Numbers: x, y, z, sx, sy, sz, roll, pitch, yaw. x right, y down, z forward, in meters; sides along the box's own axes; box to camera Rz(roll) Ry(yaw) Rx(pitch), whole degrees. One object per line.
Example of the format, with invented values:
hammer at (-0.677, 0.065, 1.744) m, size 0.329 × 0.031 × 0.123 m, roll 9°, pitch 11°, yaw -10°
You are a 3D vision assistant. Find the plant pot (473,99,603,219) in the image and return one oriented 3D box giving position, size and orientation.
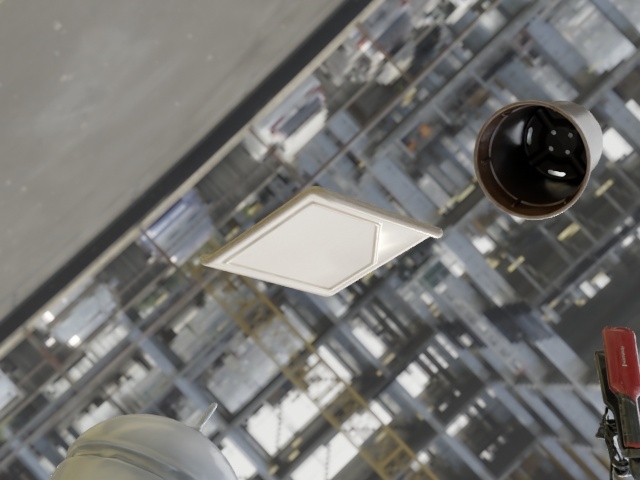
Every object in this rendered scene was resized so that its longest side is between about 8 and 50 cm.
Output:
plant pot at (0.325, -0.128, 1.651) m, size 0.167 × 0.167 × 0.165 m, roll -45°, pitch 171°, yaw 29°

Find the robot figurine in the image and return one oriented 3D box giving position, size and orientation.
robot figurine at (-0.202, 0.318, 1.140) m, size 0.300 × 0.200 × 0.353 m, roll -27°, pitch -153°, yaw 46°

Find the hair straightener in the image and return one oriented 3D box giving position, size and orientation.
hair straightener at (0.348, 0.210, 1.315) m, size 0.230 × 0.047 × 0.089 m, roll -92°, pitch -173°, yaw -46°

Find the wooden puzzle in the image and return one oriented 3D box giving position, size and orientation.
wooden puzzle at (0.000, 0.000, 1.466) m, size 0.221 × 0.044 × 0.239 m, roll 17°, pitch 147°, yaw -41°
